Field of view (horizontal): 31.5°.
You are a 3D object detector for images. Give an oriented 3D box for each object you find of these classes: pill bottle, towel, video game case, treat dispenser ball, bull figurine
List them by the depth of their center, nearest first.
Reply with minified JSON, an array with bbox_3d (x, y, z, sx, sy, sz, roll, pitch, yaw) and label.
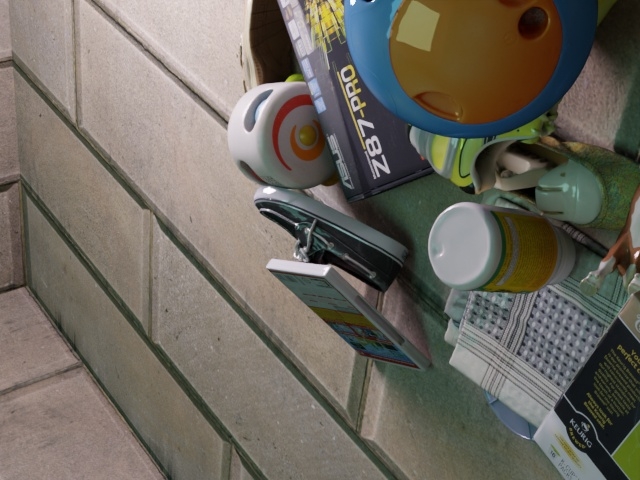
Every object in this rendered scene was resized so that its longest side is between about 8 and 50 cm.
[{"bbox_3d":[0.170,-0.260,1.299,0.288,0.288,0.288,34,133,46],"label":"treat dispenser ball"},{"bbox_3d":[0.418,-0.011,1.394,0.101,0.188,0.310,30,126,25],"label":"bull figurine"},{"bbox_3d":[0.255,0.014,1.554,0.117,0.208,0.118,-5,83,45],"label":"pill bottle"},{"bbox_3d":[0.314,0.112,1.697,0.324,0.056,0.312,40,128,42],"label":"towel"},{"bbox_3d":[0.049,0.134,2.050,0.285,0.025,0.204,44,160,-27],"label":"video game case"}]

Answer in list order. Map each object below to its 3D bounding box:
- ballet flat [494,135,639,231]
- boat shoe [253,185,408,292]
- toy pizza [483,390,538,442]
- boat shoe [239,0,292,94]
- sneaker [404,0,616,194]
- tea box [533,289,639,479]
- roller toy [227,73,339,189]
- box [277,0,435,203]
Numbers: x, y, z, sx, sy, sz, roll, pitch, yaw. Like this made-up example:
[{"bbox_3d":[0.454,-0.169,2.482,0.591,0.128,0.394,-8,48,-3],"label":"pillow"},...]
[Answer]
[{"bbox_3d":[0.313,-0.087,1.576,0.348,0.123,0.123,33,132,46],"label":"ballet flat"},{"bbox_3d":[0.001,0.002,2.021,0.306,0.105,0.113,26,167,13],"label":"boat shoe"},{"bbox_3d":[0.329,0.221,1.795,0.201,0.032,0.201,27,125,46],"label":"toy pizza"},{"bbox_3d":[-0.110,-0.364,2.119,0.098,0.109,0.302,36,140,42],"label":"boat shoe"},{"bbox_3d":[0.281,-0.217,1.498,0.147,0.145,0.385,54,128,16],"label":"sneaker"},{"bbox_3d":[0.486,0.245,1.375,0.329,0.220,0.324,54,146,27],"label":"tea box"},{"bbox_3d":[-0.055,-0.185,2.039,0.146,0.191,0.209,8,113,56],"label":"roller toy"},{"bbox_3d":[0.090,-0.283,1.848,0.318,0.097,0.395,-17,92,62],"label":"box"}]
